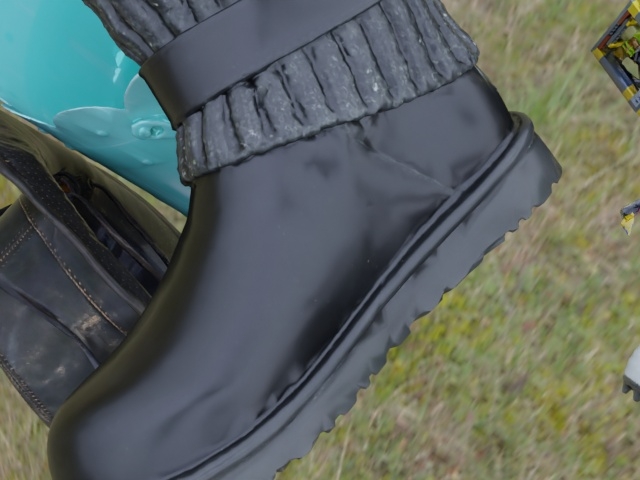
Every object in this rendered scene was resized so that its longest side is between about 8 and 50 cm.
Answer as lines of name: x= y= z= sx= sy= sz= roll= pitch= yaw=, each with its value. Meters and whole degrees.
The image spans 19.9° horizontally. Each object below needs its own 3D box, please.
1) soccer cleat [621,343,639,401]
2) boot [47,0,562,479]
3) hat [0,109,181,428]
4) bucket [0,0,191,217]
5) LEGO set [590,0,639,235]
soccer cleat: x=0.279 y=0.077 z=0.940 sx=0.109 sy=0.318 sz=0.116 roll=25 pitch=90 yaw=-28
boot: x=-0.061 y=-0.043 z=0.912 sx=0.348 sy=0.131 sz=0.260 roll=-44 pitch=110 yaw=-24
hat: x=-0.146 y=0.057 z=1.199 sx=0.331 sy=0.331 sz=0.134 roll=43 pitch=94 yaw=10
bucket: x=-0.069 y=-0.152 z=1.192 sx=0.281 sy=0.183 sz=0.281 roll=-23 pitch=48 yaw=29
LEGO set: x=0.328 y=-0.128 z=1.168 sx=0.255 sy=0.331 sz=0.192 roll=-31 pitch=82 yaw=-22
